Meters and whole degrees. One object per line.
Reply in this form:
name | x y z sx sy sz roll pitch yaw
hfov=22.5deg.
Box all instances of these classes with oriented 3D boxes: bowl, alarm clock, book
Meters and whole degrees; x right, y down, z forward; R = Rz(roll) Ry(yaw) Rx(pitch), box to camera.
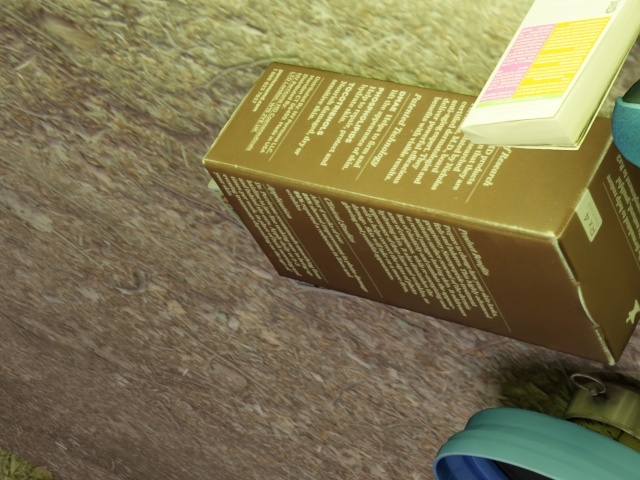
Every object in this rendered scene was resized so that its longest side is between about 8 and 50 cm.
bowl | 0.314 0.317 1.810 0.391 0.077 0.391 28 160 11
alarm clock | 0.318 0.191 1.717 0.129 0.064 0.192 10 152 42
book | 0.169 -0.130 1.148 0.096 0.144 0.035 4 145 49

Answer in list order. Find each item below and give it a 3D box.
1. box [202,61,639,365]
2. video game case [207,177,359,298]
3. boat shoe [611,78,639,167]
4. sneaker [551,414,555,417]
box | 0.102 -0.032 1.446 0.381 0.143 0.191 16 152 36
video game case | 0.000 0.000 1.781 0.212 0.023 0.193 8 148 45
boat shoe | 0.340 -0.066 1.151 0.258 0.089 0.109 31 145 15
sneaker | 0.286 0.254 1.912 0.067 0.042 0.118 30 155 12
